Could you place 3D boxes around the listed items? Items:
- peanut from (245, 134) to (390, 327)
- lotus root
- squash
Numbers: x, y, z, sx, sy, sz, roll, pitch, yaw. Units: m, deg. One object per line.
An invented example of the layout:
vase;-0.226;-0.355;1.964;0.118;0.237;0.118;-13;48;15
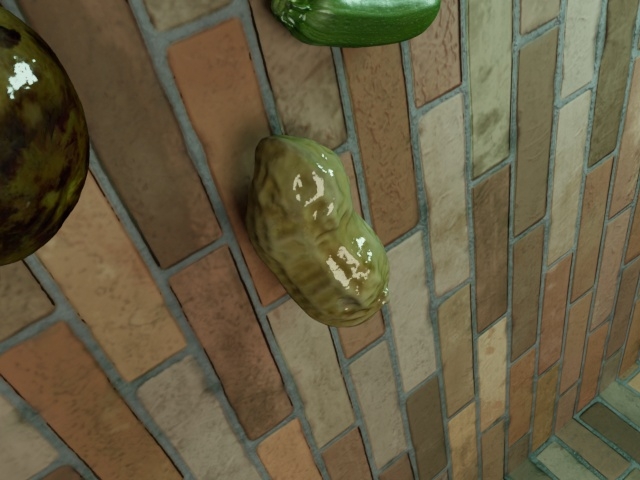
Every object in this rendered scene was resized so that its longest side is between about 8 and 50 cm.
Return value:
peanut;0.000;0.000;0.731;0.140;0.153;0.325;-43;144;-14
lotus root;-0.251;-0.067;0.443;0.169;0.142;0.314;-61;176;-21
squash;0.043;-0.249;0.654;0.219;0.068;0.077;-12;141;-34
